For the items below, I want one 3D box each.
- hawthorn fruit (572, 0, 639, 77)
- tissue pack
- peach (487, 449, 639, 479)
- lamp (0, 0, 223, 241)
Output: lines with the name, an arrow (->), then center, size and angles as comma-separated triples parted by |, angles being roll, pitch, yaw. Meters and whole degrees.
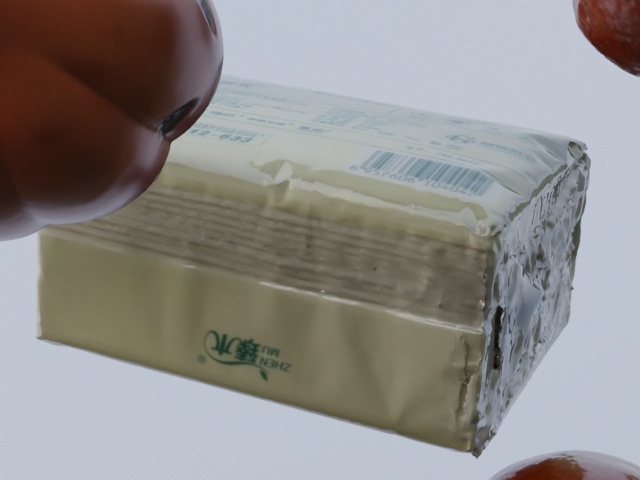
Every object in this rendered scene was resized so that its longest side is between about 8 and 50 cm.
hawthorn fruit -> 0.228, -0.176, 0.958 | 0.173, 0.179, 0.174 | 0, -79, 2
tissue pack -> 0.000, 0.000, 1.291 | 0.380, 0.297, 0.207 | 13, -69, 21
peach -> 0.198, 0.269, 1.199 | 0.231, 0.231, 0.231 | -2, -46, -2
lamp -> -0.134, -0.093, 0.673 | 0.187, 0.164, 0.188 | 0, -89, 3
